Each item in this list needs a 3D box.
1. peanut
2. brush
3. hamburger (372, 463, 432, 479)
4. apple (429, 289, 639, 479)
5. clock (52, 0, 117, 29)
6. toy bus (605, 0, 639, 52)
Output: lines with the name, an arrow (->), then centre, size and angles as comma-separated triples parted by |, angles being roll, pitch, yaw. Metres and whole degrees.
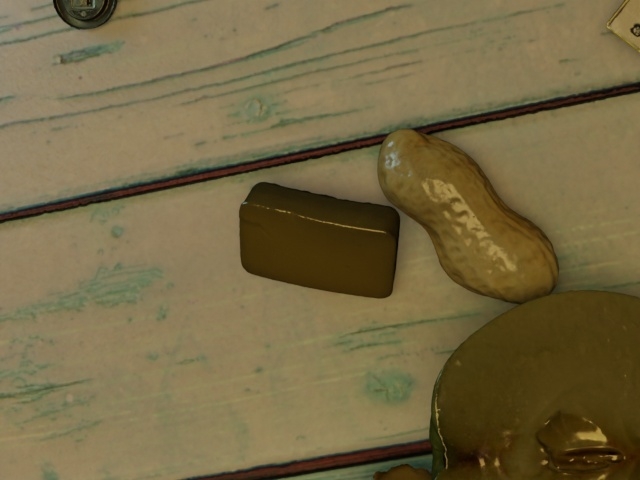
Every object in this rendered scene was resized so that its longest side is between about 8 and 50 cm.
peanut -> 0.173, -0.026, 1.735 | 0.274, 0.111, 0.125 | 48, 137, 6
brush -> 0.000, 0.000, 1.762 | 0.197, 0.059, 0.123 | 11, 134, 9
hamburger -> 0.100, 0.439, 1.732 | 0.276, 0.276, 0.237 | 38, 120, 3
apple -> 0.287, 0.245, 1.641 | 0.360, 0.320, 0.311 | 2, 127, -8
clock -> -0.301, -0.311, 1.821 | 0.085, 0.017, 0.085 | 1, 97, 9
toy bus -> 0.433, -0.319, 1.668 | 0.081, 0.074, 0.226 | 37, 102, 5
